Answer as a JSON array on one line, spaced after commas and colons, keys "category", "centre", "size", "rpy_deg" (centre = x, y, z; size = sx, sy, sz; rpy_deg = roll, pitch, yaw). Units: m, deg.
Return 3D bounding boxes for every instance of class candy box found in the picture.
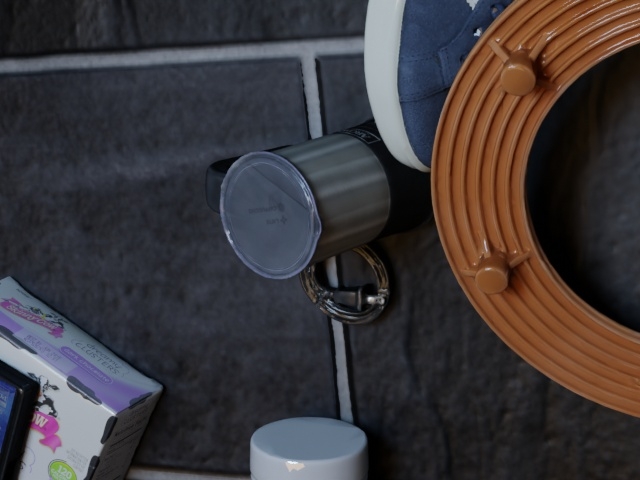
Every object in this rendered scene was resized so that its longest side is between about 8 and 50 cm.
[{"category": "candy box", "centre": [-0.237, 0.156, 1.278], "size": [0.165, 0.070, 0.196], "rpy_deg": [33, 117, 17]}]

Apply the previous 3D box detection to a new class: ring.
[{"category": "ring", "centre": [0.229, -0.020, 0.947], "size": [0.336, 0.032, 0.337], "rpy_deg": [8, 123, 12]}]

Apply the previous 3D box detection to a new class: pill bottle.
[{"category": "pill bottle", "centre": [-0.008, 0.229, 1.154], "size": [0.112, 0.112, 0.187], "rpy_deg": [8, 108, 26]}]

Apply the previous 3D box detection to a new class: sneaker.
[{"category": "sneaker", "centre": [0.135, -0.191, 0.953], "size": [0.148, 0.131, 0.350], "rpy_deg": [24, 113, 25]}]

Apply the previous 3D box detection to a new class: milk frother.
[{"category": "milk frother", "centre": [0.000, 0.000, 1.072], "size": [0.129, 0.134, 0.143], "rpy_deg": [-7, 99, 43]}]

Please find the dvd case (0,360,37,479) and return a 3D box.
[{"category": "dvd case", "centre": [-0.324, 0.179, 1.278], "size": [0.180, 0.022, 0.253], "rpy_deg": [27, 115, 20]}]
